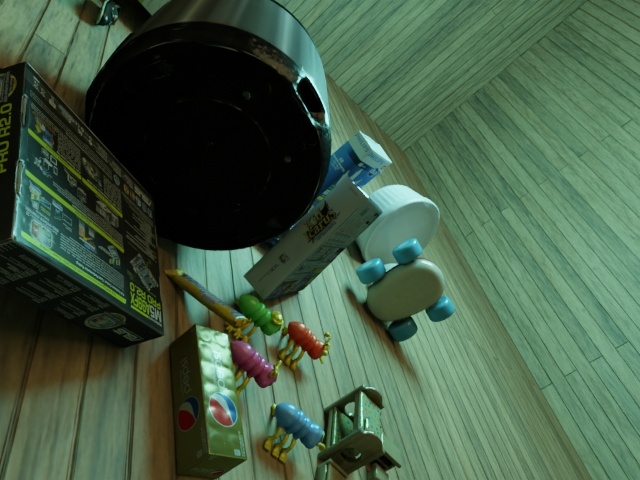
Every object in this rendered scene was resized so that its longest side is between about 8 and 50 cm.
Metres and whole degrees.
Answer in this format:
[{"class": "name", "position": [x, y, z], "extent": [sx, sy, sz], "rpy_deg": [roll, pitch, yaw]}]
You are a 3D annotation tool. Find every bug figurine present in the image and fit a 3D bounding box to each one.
[{"class": "bug figurine", "position": [-0.063, 0.195, 0.821], "extent": [0.216, 0.072, 0.279], "rpy_deg": [43, 22, -20]}]

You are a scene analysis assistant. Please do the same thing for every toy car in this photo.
[{"class": "toy car", "position": [0.221, 0.114, 1.408], "extent": [0.219, 0.210, 0.238], "rpy_deg": [59, 7, -8]}]

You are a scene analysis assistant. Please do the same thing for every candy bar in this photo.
[{"class": "candy bar", "position": [-0.172, 0.087, 0.781], "extent": [0.161, 0.018, 0.040], "rpy_deg": [31, 10, 23]}]

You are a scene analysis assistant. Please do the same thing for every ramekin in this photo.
[{"class": "ramekin", "position": [0.219, -0.048, 1.577], "extent": [0.273, 0.273, 0.127], "rpy_deg": [27, 20, -49]}]

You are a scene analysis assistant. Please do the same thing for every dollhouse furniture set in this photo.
[{"class": "dollhouse furniture set", "position": [0.088, 0.358, 0.821], "extent": [0.161, 0.101, 0.182], "rpy_deg": [46, 21, -14]}]

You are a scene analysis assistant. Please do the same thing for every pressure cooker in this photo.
[{"class": "pressure cooker", "position": [-0.165, -0.229, 0.896], "extent": [0.375, 0.369, 0.420], "rpy_deg": [44, 25, -28]}]

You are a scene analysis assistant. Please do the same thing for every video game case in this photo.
[{"class": "video game case", "position": [0.000, 0.000, 0.964], "extent": [0.061, 0.244, 0.269], "rpy_deg": [46, 7, 10]}]

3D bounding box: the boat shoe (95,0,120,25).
[{"class": "boat shoe", "position": [-0.480, -0.514, 1.163], "extent": [0.042, 0.049, 0.133], "rpy_deg": [29, 24, -29]}]

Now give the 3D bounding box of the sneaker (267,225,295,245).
[{"class": "sneaker", "position": [-0.102, -0.015, 1.128], "extent": [0.209, 0.082, 0.069], "rpy_deg": [27, 68, -20]}]

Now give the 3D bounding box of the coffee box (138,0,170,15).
[{"class": "coffee box", "position": [-0.326, -0.731, 1.366], "extent": [0.334, 0.338, 0.338], "rpy_deg": [45, 10, -20]}]

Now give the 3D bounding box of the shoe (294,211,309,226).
[{"class": "shoe", "position": [-0.023, -0.035, 1.311], "extent": [0.077, 0.058, 0.219], "rpy_deg": [58, 21, 17]}]

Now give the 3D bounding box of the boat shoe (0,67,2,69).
[{"class": "boat shoe", "position": [-0.371, -0.091, 0.569], "extent": [0.130, 0.132, 0.355], "rpy_deg": [28, 32, -47]}]

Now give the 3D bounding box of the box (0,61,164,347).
[{"class": "box", "position": [-0.269, -0.022, 0.572], "extent": [0.270, 0.060, 0.216], "rpy_deg": [66, 8, -61]}]

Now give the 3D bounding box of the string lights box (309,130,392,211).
[{"class": "string lights box", "position": [0.057, -0.178, 1.432], "extent": [0.133, 0.259, 0.077], "rpy_deg": [15, 41, -57]}]

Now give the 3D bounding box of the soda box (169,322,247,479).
[{"class": "soda box", "position": [-0.147, 0.200, 0.654], "extent": [0.061, 0.058, 0.181], "rpy_deg": [32, 27, -42]}]
